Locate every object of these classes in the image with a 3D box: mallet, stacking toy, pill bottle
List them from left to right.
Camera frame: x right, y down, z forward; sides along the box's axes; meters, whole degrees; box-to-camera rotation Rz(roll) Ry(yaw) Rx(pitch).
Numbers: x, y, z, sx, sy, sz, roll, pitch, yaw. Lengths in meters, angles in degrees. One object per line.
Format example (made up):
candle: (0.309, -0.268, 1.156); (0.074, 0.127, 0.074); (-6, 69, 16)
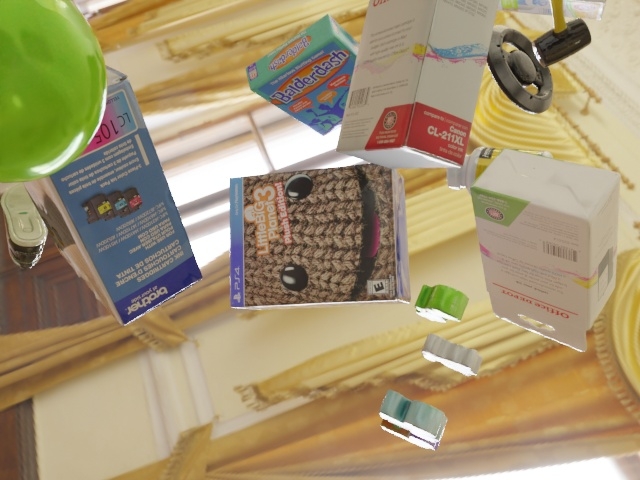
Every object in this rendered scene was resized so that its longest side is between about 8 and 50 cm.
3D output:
stacking toy: (0.072, 0.138, 0.466); (0.052, 0.167, 0.221); (20, -16, 18)
pill bottle: (0.341, -0.126, 1.203); (0.103, 0.184, 0.103); (-28, 122, -57)
mallet: (0.248, -0.259, 0.686); (0.190, 0.062, 0.039); (33, 31, -53)

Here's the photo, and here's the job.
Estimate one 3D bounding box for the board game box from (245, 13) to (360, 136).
board game box: (0.008, -0.256, 1.015); (0.210, 0.160, 0.047); (21, 50, -54)

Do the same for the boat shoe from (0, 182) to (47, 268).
boat shoe: (-0.587, -0.038, 1.249); (0.233, 0.084, 0.079); (-120, -144, -46)

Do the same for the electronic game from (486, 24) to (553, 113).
electronic game: (0.459, -0.395, 1.451); (0.048, 0.229, 0.229); (-30, -101, 48)

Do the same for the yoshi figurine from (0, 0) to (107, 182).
yoshi figurine: (-0.178, -0.160, 0.265); (0.203, 0.204, 0.362); (44, -36, 25)

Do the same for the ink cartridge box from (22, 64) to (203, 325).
ink cartridge box: (-0.331, -0.061, 0.935); (0.270, 0.151, 0.395); (32, -37, 43)

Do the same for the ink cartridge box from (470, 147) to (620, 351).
ink cartridge box: (0.403, 0.024, 1.117); (0.207, 0.119, 0.353); (22, -32, 37)

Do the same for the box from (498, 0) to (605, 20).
box: (0.429, -0.482, 1.161); (0.114, 0.203, 0.103); (-8, 110, -71)

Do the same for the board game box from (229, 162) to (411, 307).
board game box: (0.000, 0.000, 1.105); (0.141, 0.291, 0.232); (24, 62, -71)

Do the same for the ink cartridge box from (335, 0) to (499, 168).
ink cartridge box: (0.091, -0.162, 0.604); (0.127, 0.072, 0.175); (12, -91, 63)
